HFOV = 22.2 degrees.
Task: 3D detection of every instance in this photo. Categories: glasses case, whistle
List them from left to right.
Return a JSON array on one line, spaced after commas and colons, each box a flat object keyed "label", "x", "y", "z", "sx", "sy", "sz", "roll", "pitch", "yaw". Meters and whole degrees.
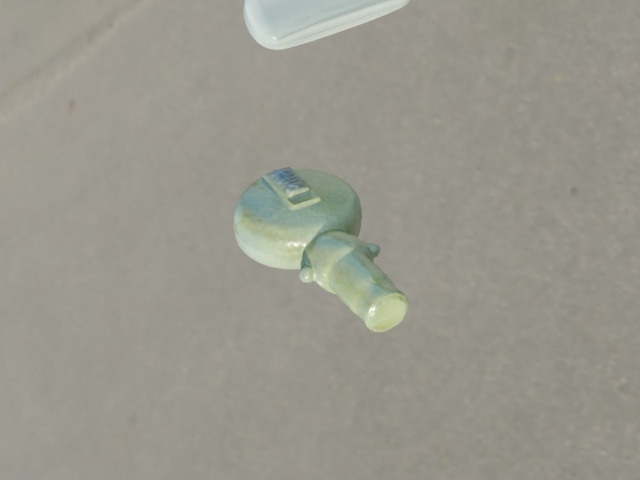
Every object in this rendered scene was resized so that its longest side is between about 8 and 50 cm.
[{"label": "whistle", "x": 0.000, "y": 0.000, "z": 1.552, "sx": 0.258, "sy": 0.126, "sz": 0.067, "roll": 47, "pitch": 150, "yaw": 46}, {"label": "glasses case", "x": 0.010, "y": -0.243, "z": 1.623, "sx": 0.045, "sy": 0.178, "sz": 0.067, "roll": 103, "pitch": 144, "yaw": -67}]
